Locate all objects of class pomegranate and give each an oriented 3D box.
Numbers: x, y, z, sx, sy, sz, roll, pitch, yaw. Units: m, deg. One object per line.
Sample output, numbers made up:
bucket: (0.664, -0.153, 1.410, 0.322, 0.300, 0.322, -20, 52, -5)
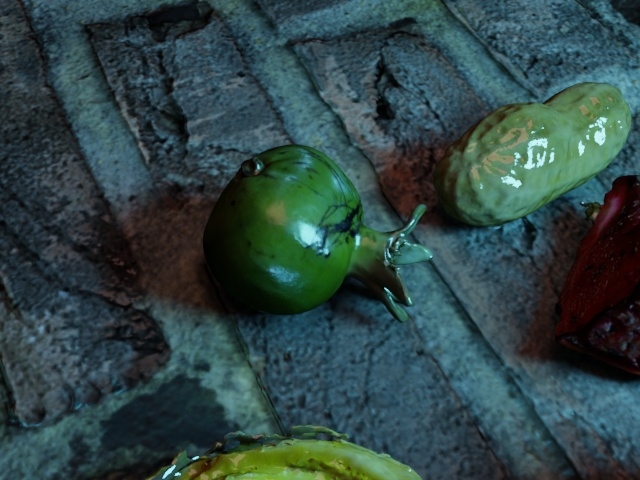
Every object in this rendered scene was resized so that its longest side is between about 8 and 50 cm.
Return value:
pomegranate: (0.000, 0.000, 0.798, 0.191, 0.131, 0.152, 24, 50, 8)

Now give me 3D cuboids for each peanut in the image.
peanut: (0.206, -0.086, 0.887, 0.226, 0.108, 0.095, -24, 50, -23)

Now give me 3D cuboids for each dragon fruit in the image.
dragon fruit: (0.252, 0.013, 0.805, 0.092, 0.122, 0.192, 2, 51, 20)

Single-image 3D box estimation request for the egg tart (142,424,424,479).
egg tart: (-0.020, 0.254, 0.611, 0.279, 0.095, 0.279, -2, 47, 3)
